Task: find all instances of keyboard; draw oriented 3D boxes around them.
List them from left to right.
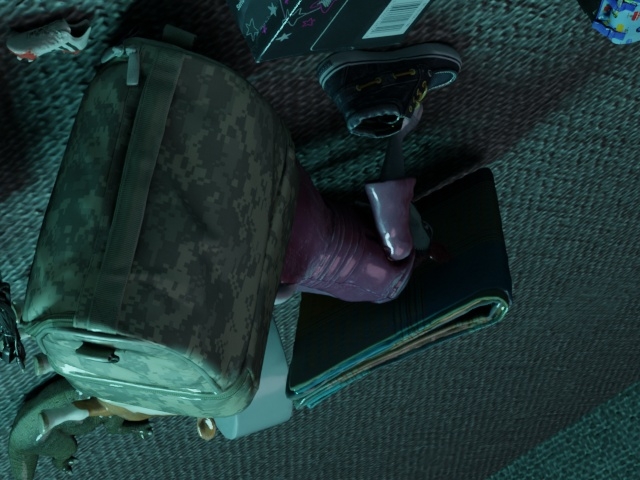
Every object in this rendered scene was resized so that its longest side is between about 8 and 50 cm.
[{"bbox_3d":[-0.313,0.003,1.715,0.033,0.202,0.317,-18,158,-11],"label":"keyboard"}]

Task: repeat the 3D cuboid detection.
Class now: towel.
[{"bbox_3d":[0.092,0.048,2.174,0.271,0.040,0.370,-26,-161,13],"label":"towel"}]

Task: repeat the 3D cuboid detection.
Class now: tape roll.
[{"bbox_3d":[-0.106,0.118,2.194,0.072,0.219,0.219,-18,158,-16],"label":"tape roll"}]

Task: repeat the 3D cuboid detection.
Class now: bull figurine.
[{"bbox_3d":[-0.226,0.127,2.030,0.188,0.310,0.101,-4,113,-22],"label":"bull figurine"}]

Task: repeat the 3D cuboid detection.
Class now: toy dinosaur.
[{"bbox_3d":[-0.318,0.221,2.392,0.313,0.121,0.160,-27,147,17],"label":"toy dinosaur"}]

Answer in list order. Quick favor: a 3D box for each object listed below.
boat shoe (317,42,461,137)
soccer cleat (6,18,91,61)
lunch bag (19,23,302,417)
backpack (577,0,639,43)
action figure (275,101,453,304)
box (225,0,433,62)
[{"bbox_3d":[0.083,-0.151,1.954,0.183,0.083,0.065,-9,154,-37],"label":"boat shoe"},{"bbox_3d":[-0.234,-0.176,1.628,0.083,0.029,0.036,-9,145,-43],"label":"soccer cleat"},{"bbox_3d":[-0.146,-0.013,1.714,0.212,0.305,0.256,11,165,7],"label":"lunch bag"},{"bbox_3d":[0.331,-0.295,1.849,0.158,0.117,0.173,-19,155,-18],"label":"backpack"},{"bbox_3d":[0.000,0.000,1.983,0.370,0.276,0.248,12,138,-33],"label":"action figure"},{"bbox_3d":[0.034,-0.277,1.525,0.163,0.142,0.247,-11,156,-35],"label":"box"}]
